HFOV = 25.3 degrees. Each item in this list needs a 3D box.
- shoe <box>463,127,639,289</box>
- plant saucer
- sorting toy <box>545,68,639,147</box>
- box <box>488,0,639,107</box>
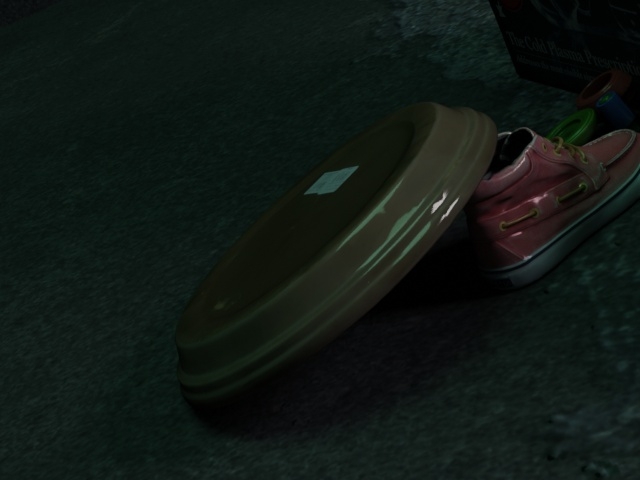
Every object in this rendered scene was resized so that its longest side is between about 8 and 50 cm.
[{"bbox_3d":[0.159,-0.047,0.956,0.178,0.081,0.063,-38,26,-31],"label":"shoe"},{"bbox_3d":[0.000,0.000,0.955,0.278,0.041,0.278,-40,13,11],"label":"plant saucer"},{"bbox_3d":[0.209,-0.084,1.061,0.102,0.042,0.061,-51,16,-27],"label":"sorting toy"},{"bbox_3d":[0.245,-0.279,1.090,0.179,0.313,0.343,-29,22,-12],"label":"box"}]
